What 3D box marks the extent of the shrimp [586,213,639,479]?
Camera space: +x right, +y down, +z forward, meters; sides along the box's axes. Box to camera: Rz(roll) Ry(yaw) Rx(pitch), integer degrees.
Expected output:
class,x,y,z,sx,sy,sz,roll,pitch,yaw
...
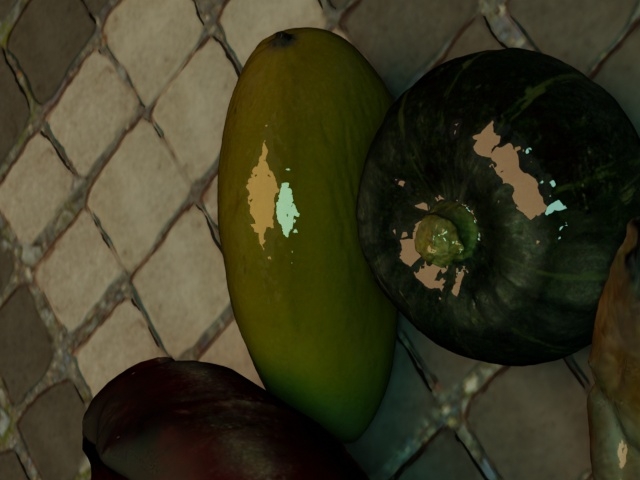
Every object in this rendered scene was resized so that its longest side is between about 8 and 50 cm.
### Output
class,x,y,z,sx,sy,sz,roll,pitch,yaw
shrimp,0.193,0.135,0.702,0.247,0.085,0.360,-149,55,-68

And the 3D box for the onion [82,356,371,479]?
class,x,y,z,sx,sy,sz,roll,pitch,yaw
onion,-0.022,0.183,0.890,0.272,0.195,0.272,50,149,45

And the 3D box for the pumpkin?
class,x,y,z,sx,sy,sz,roll,pitch,yaw
pumpkin,0.097,-0.017,0.835,0.167,0.125,0.167,-7,77,31

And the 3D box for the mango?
class,x,y,z,sx,sy,sz,roll,pitch,yaw
mango,-0.004,-0.002,0.917,0.091,0.137,0.237,-4,83,32
